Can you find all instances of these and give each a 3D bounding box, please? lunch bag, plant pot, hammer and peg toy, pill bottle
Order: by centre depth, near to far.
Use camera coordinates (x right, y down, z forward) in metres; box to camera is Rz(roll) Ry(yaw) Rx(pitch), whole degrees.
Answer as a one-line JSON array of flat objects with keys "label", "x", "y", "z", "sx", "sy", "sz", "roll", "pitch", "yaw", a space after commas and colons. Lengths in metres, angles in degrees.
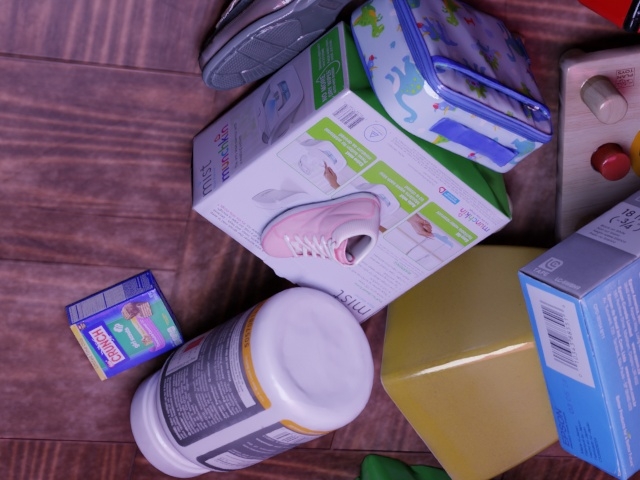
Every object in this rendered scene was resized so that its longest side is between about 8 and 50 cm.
[{"label": "lunch bag", "x": 0.141, "y": -0.170, "z": 1.778, "sx": 0.219, "sy": 0.176, "sz": 0.090, "roll": 20, "pitch": 133, "yaw": -43}, {"label": "pill bottle", "x": -0.084, "y": 0.168, "z": 1.904, "sx": 0.162, "sy": 0.162, "sz": 0.278, "roll": 28, "pitch": 144, "yaw": -29}, {"label": "hammer and peg toy", "x": 0.338, "y": -0.107, "z": 1.928, "sx": 0.361, "sy": 0.127, "sz": 0.266, "roll": -9, "pitch": 124, "yaw": -10}, {"label": "plant pot", "x": 0.207, "y": 0.125, "z": 1.956, "sx": 0.187, "sy": 0.212, "sz": 0.212, "roll": -18, "pitch": 129, "yaw": 23}]

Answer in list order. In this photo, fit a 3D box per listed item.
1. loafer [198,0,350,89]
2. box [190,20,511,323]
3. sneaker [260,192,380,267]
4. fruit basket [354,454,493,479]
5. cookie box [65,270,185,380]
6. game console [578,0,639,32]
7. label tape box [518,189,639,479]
[{"label": "loafer", "x": -0.025, "y": -0.259, "z": 1.764, "sx": 0.267, "sy": 0.084, "sz": 0.096, "roll": -35, "pitch": 154, "yaw": 21}, {"label": "box", "x": 0.032, "y": -0.063, "z": 1.838, "sx": 0.231, "sy": 0.127, "sz": 0.262, "roll": -36, "pitch": 126, "yaw": 28}, {"label": "sneaker", "x": 0.000, "y": 0.000, "z": 1.763, "sx": 0.134, "sy": 0.070, "sz": 0.051, "roll": -18, "pitch": 133, "yaw": 13}, {"label": "fruit basket", "x": 0.185, "y": 0.479, "z": 2.121, "sx": 0.392, "sy": 0.392, "sz": 0.283, "roll": 15, "pitch": 117, "yaw": -24}, {"label": "cookie box", "x": -0.223, "y": 0.098, "z": 1.951, "sx": 0.107, "sy": 0.040, "sz": 0.092, "roll": -24, "pitch": 126, "yaw": 1}, {"label": "game console", "x": 0.364, "y": -0.300, "z": 1.841, "sx": 0.085, "sy": 0.124, "sz": 0.144, "roll": -12, "pitch": 130, "yaw": -45}, {"label": "label tape box", "x": 0.389, "y": 0.066, "z": 1.854, "sx": 0.333, "sy": 0.106, "sz": 0.241, "roll": -31, "pitch": 121, "yaw": -25}]
